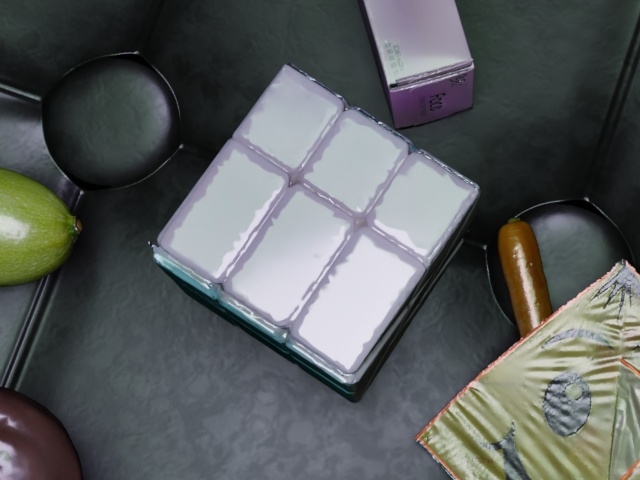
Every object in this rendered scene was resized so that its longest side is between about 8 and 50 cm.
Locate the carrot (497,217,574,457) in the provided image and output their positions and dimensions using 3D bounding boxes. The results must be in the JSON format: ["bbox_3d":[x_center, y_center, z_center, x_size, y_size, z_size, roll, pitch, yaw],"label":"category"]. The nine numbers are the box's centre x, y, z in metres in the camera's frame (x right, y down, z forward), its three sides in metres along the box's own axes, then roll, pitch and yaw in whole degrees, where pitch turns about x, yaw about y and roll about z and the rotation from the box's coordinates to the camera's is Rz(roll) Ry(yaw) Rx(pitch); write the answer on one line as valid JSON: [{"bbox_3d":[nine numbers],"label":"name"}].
[{"bbox_3d":[0.220,0.096,1.462,0.043,0.043,0.247,-13,80,1],"label":"carrot"}]

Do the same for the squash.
[{"bbox_3d":[-0.365,-0.017,1.474,0.247,0.132,0.132,12,80,6],"label":"squash"}]

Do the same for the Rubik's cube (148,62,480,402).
[{"bbox_3d":[0.000,0.000,1.398,0.225,0.231,0.221,33,83,8],"label":"Rubik's cube"}]

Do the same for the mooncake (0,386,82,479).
[{"bbox_3d":[-0.364,0.308,1.379,0.326,0.174,0.333,-24,88,-11],"label":"mooncake"}]

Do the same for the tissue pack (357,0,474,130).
[{"bbox_3d":[0.083,-0.254,1.483,0.093,0.148,0.246,-15,78,3],"label":"tissue pack"}]

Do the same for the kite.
[{"bbox_3d":[0.280,0.181,1.415,0.378,0.013,0.327,6,92,13],"label":"kite"}]
